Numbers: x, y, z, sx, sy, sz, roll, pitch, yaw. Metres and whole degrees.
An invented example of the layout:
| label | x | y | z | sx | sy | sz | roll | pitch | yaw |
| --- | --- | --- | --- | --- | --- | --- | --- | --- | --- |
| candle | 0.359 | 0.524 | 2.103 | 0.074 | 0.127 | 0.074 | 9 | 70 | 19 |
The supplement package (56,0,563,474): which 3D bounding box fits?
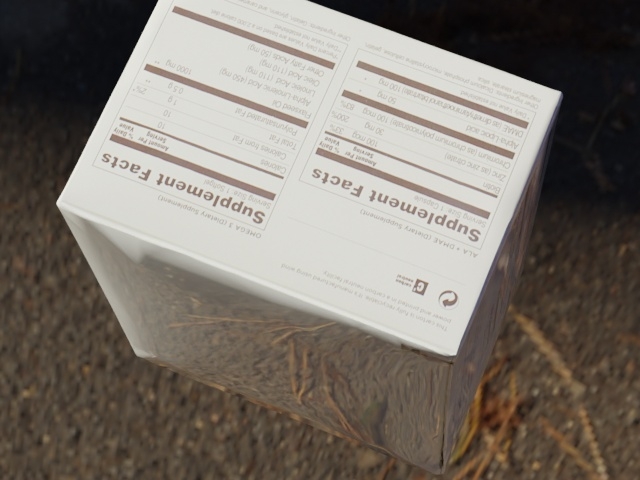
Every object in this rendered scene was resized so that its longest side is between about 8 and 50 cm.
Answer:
| label | x | y | z | sx | sy | sz | roll | pitch | yaw |
| --- | --- | --- | --- | --- | --- | --- | --- | --- | --- |
| supplement package | 0.000 | 0.000 | 0.909 | 0.204 | 0.262 | 0.145 | 21 | 72 | 9 |
